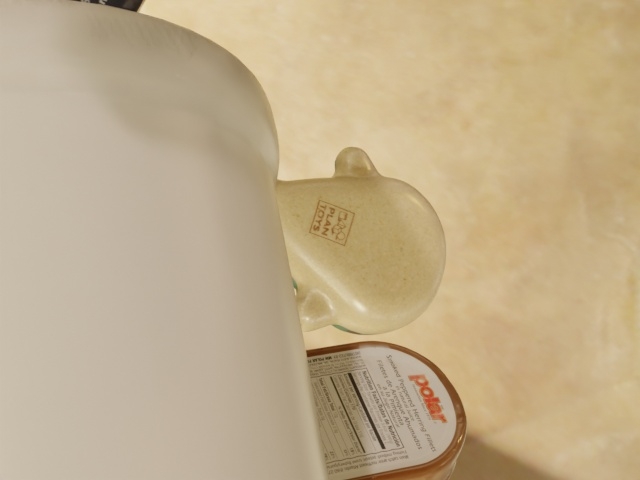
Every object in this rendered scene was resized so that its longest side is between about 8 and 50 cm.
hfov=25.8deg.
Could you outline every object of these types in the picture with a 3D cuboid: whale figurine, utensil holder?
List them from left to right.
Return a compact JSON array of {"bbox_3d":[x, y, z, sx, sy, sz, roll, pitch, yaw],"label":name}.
[{"bbox_3d":[-0.151,0.139,0.625,0.327,0.327,0.385,-6,71,-12],"label":"utensil holder"},{"bbox_3d":[0.000,0.000,1.528,0.272,0.141,0.216,21,73,-16],"label":"whale figurine"}]

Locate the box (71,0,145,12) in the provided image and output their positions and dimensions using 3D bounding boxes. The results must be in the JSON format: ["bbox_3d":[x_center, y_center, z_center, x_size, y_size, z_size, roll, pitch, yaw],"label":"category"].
[{"bbox_3d":[-0.213,-0.247,0.729,0.294,0.296,0.183,26,100,-19],"label":"box"}]

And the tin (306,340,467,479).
[{"bbox_3d":[-0.001,0.115,0.832,0.189,0.106,0.040,-8,144,-23],"label":"tin"}]
